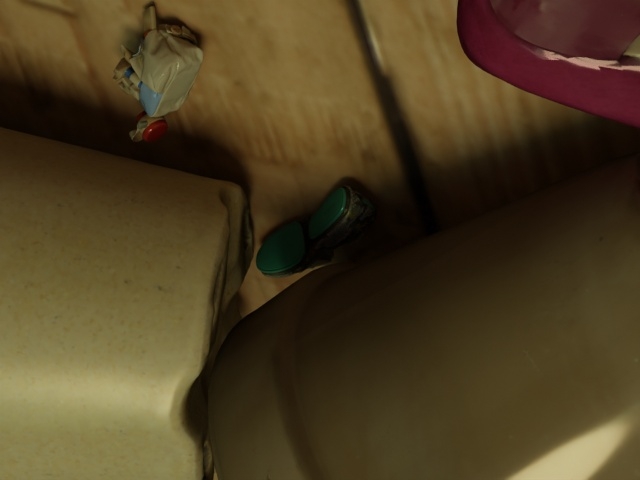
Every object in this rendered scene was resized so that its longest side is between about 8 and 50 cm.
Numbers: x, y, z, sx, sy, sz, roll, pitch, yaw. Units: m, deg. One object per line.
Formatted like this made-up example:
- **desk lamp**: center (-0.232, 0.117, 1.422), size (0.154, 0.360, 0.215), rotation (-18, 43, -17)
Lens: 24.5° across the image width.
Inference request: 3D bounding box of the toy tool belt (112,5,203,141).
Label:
- **toy tool belt**: center (-0.111, -0.109, 0.969), size (0.051, 0.052, 0.083), rotation (51, 137, 19)

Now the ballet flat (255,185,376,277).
- **ballet flat**: center (0.000, 0.000, 1.027), size (0.041, 0.041, 0.114), rotation (40, 137, -15)

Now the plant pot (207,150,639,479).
- **plant pot**: center (0.140, 0.099, 0.892), size (0.323, 0.323, 0.280), rotation (41, 119, -16)

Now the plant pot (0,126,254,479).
- **plant pot**: center (-0.211, 0.057, 1.007), size (0.305, 0.334, 0.334), rotation (7, 135, 4)

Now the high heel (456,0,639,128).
- **high heel**: center (0.262, -0.088, 0.797), size (0.377, 0.127, 0.181), rotation (23, 166, -4)
